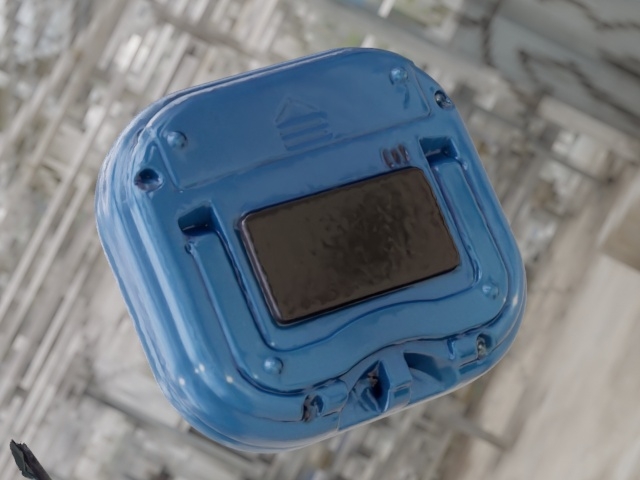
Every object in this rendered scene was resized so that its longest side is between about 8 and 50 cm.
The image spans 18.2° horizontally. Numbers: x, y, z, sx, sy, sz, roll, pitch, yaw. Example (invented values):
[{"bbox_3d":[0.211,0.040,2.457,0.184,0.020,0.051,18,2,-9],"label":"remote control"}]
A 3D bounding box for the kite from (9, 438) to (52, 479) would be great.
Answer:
[{"bbox_3d":[-0.110,0.208,1.137,0.016,0.234,0.321,-35,-3,-12],"label":"kite"}]

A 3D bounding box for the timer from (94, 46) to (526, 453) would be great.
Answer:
[{"bbox_3d":[0.000,0.000,1.654,0.340,0.309,0.115,-18,-11,-26],"label":"timer"}]
